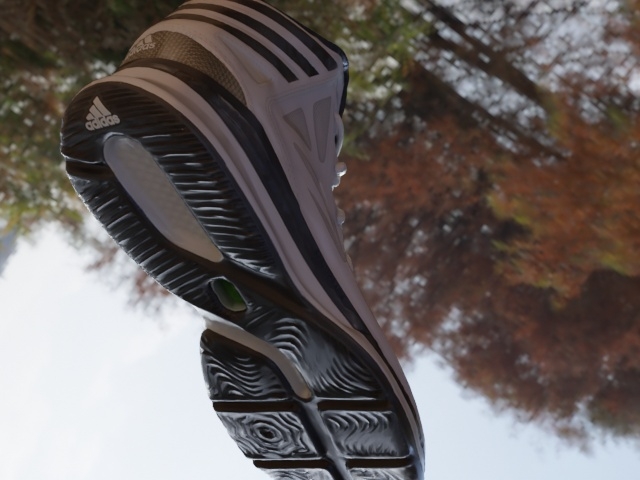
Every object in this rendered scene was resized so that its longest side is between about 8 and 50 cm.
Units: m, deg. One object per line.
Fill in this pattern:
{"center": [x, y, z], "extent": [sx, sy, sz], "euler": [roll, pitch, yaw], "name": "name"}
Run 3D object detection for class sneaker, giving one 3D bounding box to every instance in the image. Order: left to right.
{"center": [0.001, 0.000, 0.890], "extent": [0.169, 0.447, 0.257], "euler": [-6, -144, 32], "name": "sneaker"}
